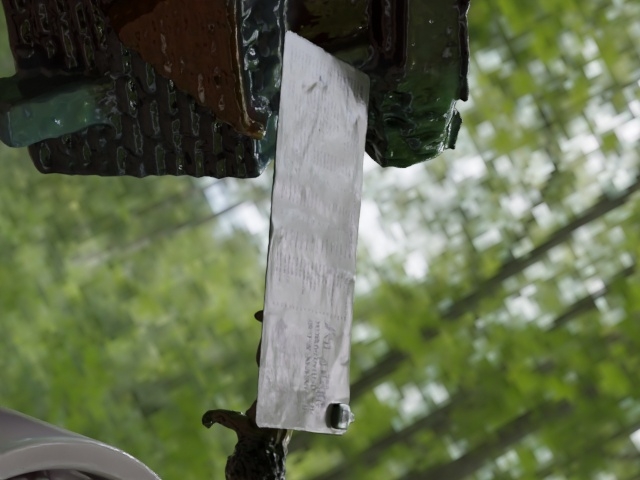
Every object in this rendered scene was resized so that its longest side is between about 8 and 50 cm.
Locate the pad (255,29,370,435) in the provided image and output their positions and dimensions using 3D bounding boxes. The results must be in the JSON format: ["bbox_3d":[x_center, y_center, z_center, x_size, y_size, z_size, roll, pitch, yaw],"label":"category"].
[{"bbox_3d":[-0.001,0.000,1.352,0.159,0.009,0.265,17,76,-66],"label":"pad"}]

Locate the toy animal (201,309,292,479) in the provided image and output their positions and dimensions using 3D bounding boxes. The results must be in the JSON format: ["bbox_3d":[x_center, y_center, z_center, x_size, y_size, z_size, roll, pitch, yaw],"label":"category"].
[{"bbox_3d":[-0.049,0.134,1.720,0.086,0.069,0.220,-4,-110,45],"label":"toy animal"}]

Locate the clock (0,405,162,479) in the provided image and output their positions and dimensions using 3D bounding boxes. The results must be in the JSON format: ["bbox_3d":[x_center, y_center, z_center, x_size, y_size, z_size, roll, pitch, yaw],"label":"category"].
[{"bbox_3d":[-0.137,0.167,0.779,0.068,0.197,0.197,12,-51,43],"label":"clock"}]

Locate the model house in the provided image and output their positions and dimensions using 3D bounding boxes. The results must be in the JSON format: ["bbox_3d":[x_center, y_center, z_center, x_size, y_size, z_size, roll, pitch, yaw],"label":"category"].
[{"bbox_3d":[-0.103,-0.216,1.493,0.297,0.339,0.360,-125,-156,-48],"label":"model house"}]
